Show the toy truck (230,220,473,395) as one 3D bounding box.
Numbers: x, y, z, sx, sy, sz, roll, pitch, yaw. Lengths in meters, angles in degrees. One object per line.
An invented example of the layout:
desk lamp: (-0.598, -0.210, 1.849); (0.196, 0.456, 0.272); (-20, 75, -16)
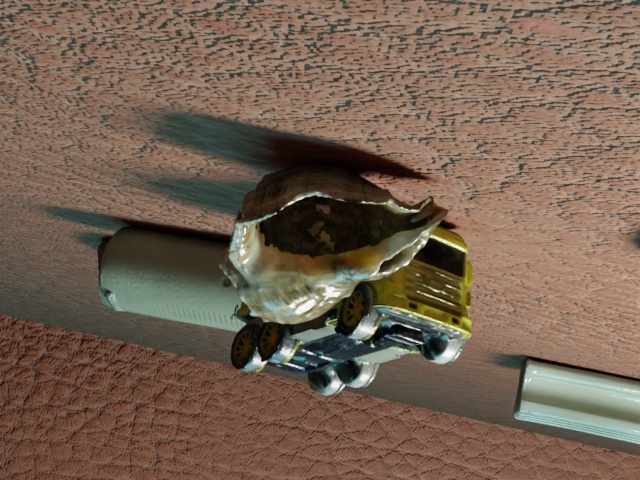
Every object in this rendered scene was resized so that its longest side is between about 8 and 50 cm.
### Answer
toy truck: (0.026, 0.050, 1.317); (0.124, 0.157, 0.272); (19, 155, -31)

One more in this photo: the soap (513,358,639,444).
soap: (0.439, 0.256, 2.105); (0.266, 0.087, 0.160); (11, 169, 7)

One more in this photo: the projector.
projector: (-0.094, 0.059, 1.616); (0.338, 0.108, 0.108); (9, 169, 20)

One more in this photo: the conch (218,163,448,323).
conch: (0.000, 0.000, 1.119); (0.207, 0.130, 0.155); (-9, 174, 27)

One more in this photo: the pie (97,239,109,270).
pie: (-0.201, 0.052, 1.863); (0.219, 0.054, 0.204); (13, 170, -1)
